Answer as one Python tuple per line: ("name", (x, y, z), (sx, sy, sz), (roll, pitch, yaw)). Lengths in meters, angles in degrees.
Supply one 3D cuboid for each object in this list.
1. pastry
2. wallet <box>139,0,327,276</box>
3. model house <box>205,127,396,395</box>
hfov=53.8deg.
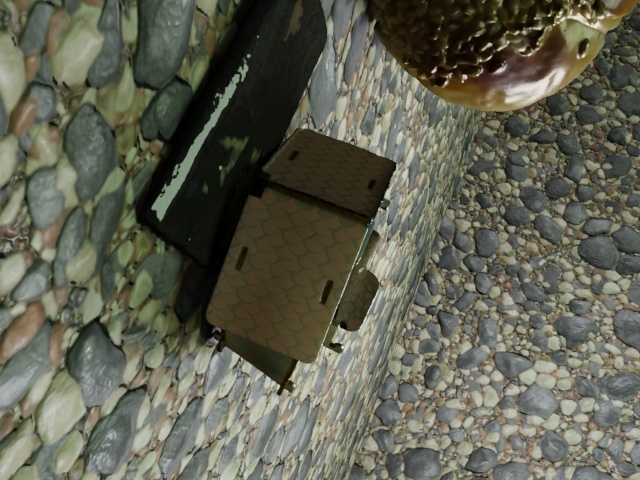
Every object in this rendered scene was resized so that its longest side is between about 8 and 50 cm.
("pastry", (0.257, -0.385, 0.892), (0.245, 0.409, 0.410), (-61, 163, -63))
("wallet", (-0.072, -0.127, 0.664), (0.170, 0.044, 0.321), (65, 46, -69))
("model house", (0.000, 0.000, 0.739), (0.244, 0.169, 0.326), (98, 17, -65))
